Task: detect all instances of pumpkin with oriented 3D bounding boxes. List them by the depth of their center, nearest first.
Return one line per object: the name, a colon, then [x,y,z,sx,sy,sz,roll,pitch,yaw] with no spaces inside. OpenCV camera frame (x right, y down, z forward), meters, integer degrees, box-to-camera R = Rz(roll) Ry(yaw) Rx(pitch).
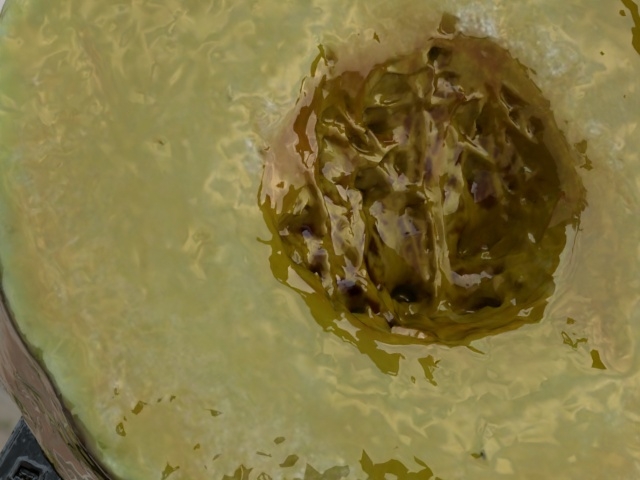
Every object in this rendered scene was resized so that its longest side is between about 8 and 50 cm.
pumpkin: [0.000,0.000,0.778,0.332,0.332,0.199,33,-25,-16]

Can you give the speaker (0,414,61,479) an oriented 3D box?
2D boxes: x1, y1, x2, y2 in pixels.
speaker: [-0.135,0.101,1.089,0.044,0.218,0.082,22,-22,16]
